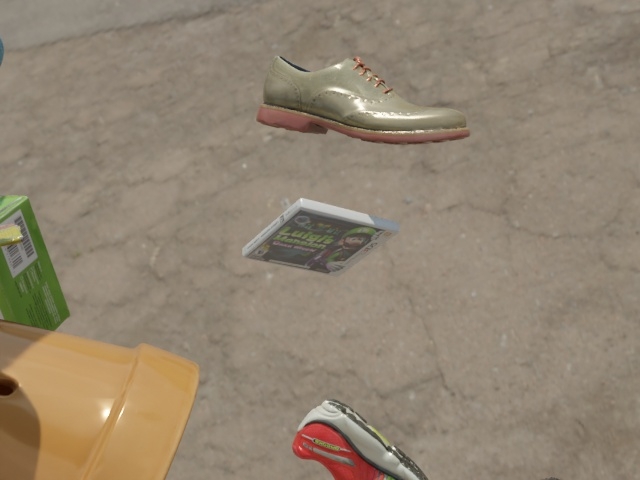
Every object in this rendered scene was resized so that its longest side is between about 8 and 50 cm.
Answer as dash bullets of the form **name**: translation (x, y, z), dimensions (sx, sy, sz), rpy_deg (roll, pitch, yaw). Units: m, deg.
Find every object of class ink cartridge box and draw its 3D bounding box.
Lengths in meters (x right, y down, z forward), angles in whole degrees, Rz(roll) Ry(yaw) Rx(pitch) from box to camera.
- **ink cartridge box**: translation (-0.482, 0.040, 1.302), dimensions (0.255, 0.189, 0.097), rpy_deg (3, 31, 25)

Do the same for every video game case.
- **video game case**: translation (0.000, 0.000, 1.572), dimensions (0.173, 0.190, 0.022), rpy_deg (-39, 49, 44)

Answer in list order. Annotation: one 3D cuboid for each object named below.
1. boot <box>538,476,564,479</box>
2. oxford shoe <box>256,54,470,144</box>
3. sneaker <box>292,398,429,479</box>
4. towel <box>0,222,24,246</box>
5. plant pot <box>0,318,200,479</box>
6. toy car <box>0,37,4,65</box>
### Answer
- **boot**: translation (0.311, 0.355, 1.377), dimensions (0.099, 0.045, 0.121), rpy_deg (-3, -13, -37)
- **oxford shoe**: translation (0.067, -0.222, 1.563), dimensions (0.348, 0.130, 0.123), rpy_deg (9, 7, 13)
- **sneaker**: translation (0.073, 0.340, 1.384), dimensions (0.118, 0.279, 0.107), rpy_deg (-46, 9, 2)
- **towel**: translation (-0.343, 0.003, 1.006), dimensions (0.083, 0.010, 0.060), rpy_deg (-18, 23, -19)
- **plant pot**: translation (-0.268, 0.202, 0.929), dimensions (0.291, 0.203, 0.291), rpy_deg (-58, 11, 18)
- **toy car**: translation (-0.378, -0.203, 0.686), dimensions (0.238, 0.210, 0.219), rpy_deg (-28, 68, -32)
